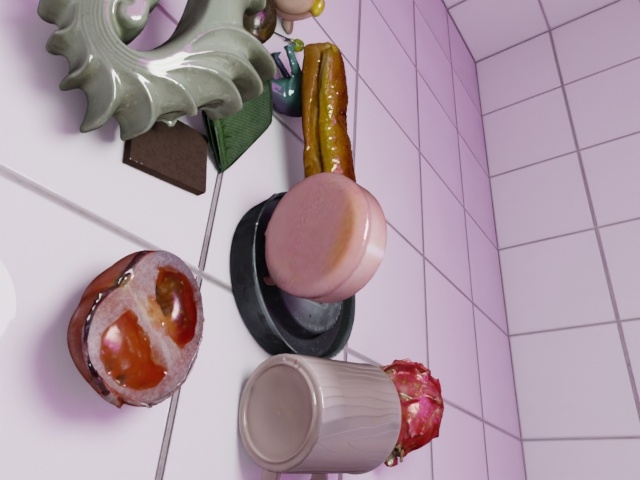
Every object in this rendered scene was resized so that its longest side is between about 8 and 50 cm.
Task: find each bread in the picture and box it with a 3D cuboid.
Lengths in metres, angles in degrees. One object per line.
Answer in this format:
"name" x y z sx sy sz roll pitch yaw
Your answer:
"bread" 0.025 -0.282 1.228 0.185 0.109 0.381 18 69 -70

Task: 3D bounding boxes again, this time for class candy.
"candy" -0.092 -0.555 1.385 0.123 0.035 0.035 8 87 -48
"candy" 0.000 0.000 0.944 0.094 0.255 0.255 23 58 -50

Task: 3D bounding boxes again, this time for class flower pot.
"flower pot" -0.237 -0.314 0.816 0.367 0.164 0.254 -22 105 -34

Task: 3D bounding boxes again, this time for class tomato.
"tomato" -0.272 0.130 0.724 0.199 0.112 0.228 68 31 -24

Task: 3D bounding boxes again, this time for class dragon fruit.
"dragon fruit" 0.211 0.429 1.261 0.205 0.210 0.268 41 47 -16

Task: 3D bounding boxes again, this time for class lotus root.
"lotus root" -0.162 -0.533 1.187 0.120 0.120 0.210 27 50 -49

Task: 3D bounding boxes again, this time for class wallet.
"wallet" -0.172 -0.268 1.067 0.236 0.055 0.160 -57 150 -43

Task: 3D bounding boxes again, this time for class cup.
"cup" -0.015 0.359 0.973 0.273 0.288 0.208 27 18 -48

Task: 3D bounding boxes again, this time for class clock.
"clock" -0.048 0.082 1.122 0.386 0.076 0.386 30 53 -49

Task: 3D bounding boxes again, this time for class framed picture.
"framed picture" -0.280 -0.170 0.926 0.168 0.023 0.128 25 56 -50

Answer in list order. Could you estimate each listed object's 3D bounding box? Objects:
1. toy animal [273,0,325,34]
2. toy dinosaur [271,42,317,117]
"toy animal" -0.068 -0.642 1.287 0.248 0.149 0.165 -126 -161 -75
"toy dinosaur" -0.053 -0.327 1.294 0.383 0.129 0.331 -41 120 -54
